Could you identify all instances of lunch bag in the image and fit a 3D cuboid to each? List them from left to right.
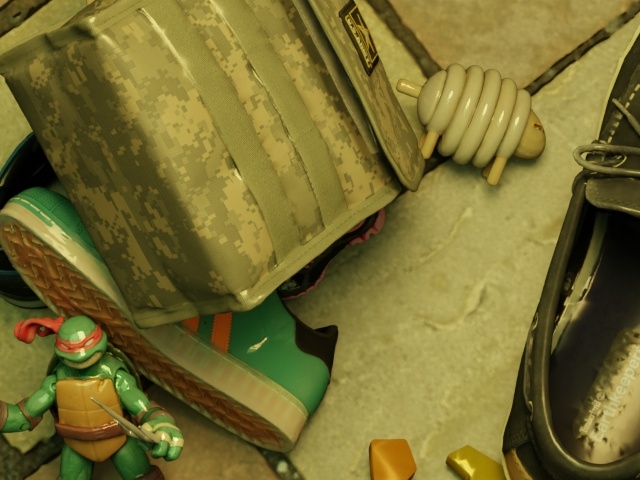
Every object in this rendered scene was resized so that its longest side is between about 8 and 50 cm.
[{"bbox_3d":[-0.052,-0.105,1.386,0.287,0.169,0.235,-37,106,-38],"label":"lunch bag"}]

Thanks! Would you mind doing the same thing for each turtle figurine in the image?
[{"bbox_3d":[-0.176,0.143,1.445,0.175,0.234,0.118,1,33,20],"label":"turtle figurine"}]

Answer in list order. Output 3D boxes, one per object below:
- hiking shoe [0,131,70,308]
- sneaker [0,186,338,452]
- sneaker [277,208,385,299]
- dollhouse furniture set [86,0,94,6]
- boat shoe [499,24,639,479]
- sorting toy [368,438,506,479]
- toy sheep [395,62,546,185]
[{"bbox_3d":[-0.168,-0.076,1.525,0.113,0.132,0.304,34,82,12],"label":"hiking shoe"},{"bbox_3d":[-0.114,0.038,1.474,0.302,0.108,0.121,39,63,-21],"label":"sneaker"},{"bbox_3d":[0.000,0.000,1.531,0.119,0.057,0.047,-42,79,-3],"label":"sneaker"},{"bbox_3d":[-0.085,-0.254,1.492,0.197,0.151,0.302,3,64,-17],"label":"dollhouse furniture set"},{"bbox_3d":[0.277,-0.015,1.454,0.186,0.156,0.500,22,77,9],"label":"boat shoe"},{"bbox_3d":[0.120,0.303,1.443,0.229,0.041,0.307,0,62,-7],"label":"sorting toy"},{"bbox_3d":[0.122,-0.100,1.527,0.132,0.091,0.091,21,80,-9],"label":"toy sheep"}]
